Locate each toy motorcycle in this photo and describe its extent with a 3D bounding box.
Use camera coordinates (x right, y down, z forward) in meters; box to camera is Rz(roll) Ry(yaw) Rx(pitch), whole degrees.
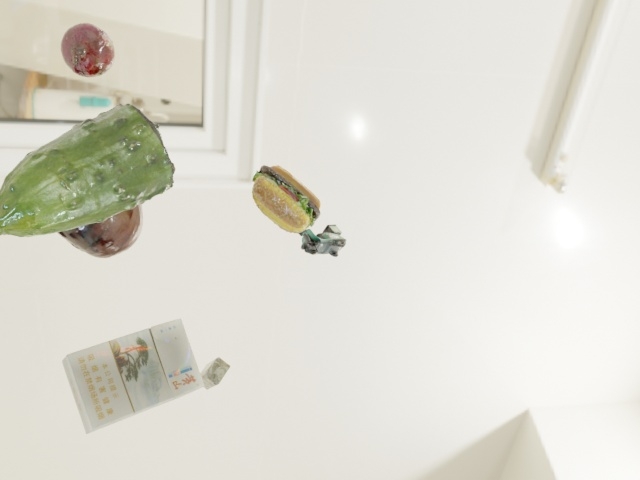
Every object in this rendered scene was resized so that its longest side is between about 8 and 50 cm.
[{"bbox_3d":[0.000,0.000,1.815,0.100,0.173,0.058,51,-56,29],"label":"toy motorcycle"}]

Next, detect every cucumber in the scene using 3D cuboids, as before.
[{"bbox_3d":[-0.315,-0.070,0.834,0.134,0.244,0.134,28,-42,28],"label":"cucumber"}]

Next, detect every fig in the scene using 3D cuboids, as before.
[{"bbox_3d":[-0.456,-0.094,1.401,0.204,0.186,0.249,23,-93,56],"label":"fig"}]

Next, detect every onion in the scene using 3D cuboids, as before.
[{"bbox_3d":[-0.464,-0.375,1.310,0.097,0.107,0.107,-78,176,-56],"label":"onion"}]

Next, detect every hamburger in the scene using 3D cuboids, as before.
[{"bbox_3d":[-0.079,-0.085,1.397,0.087,0.166,0.137,-50,179,-20],"label":"hamburger"}]

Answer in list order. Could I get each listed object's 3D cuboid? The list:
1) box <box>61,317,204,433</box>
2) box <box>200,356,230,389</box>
[{"bbox_3d":[-0.358,0.258,1.278,0.067,0.233,0.149,-31,-102,53],"label":"box"},{"bbox_3d":[-0.264,0.326,1.619,0.062,0.045,0.098,-54,-173,-28],"label":"box"}]
